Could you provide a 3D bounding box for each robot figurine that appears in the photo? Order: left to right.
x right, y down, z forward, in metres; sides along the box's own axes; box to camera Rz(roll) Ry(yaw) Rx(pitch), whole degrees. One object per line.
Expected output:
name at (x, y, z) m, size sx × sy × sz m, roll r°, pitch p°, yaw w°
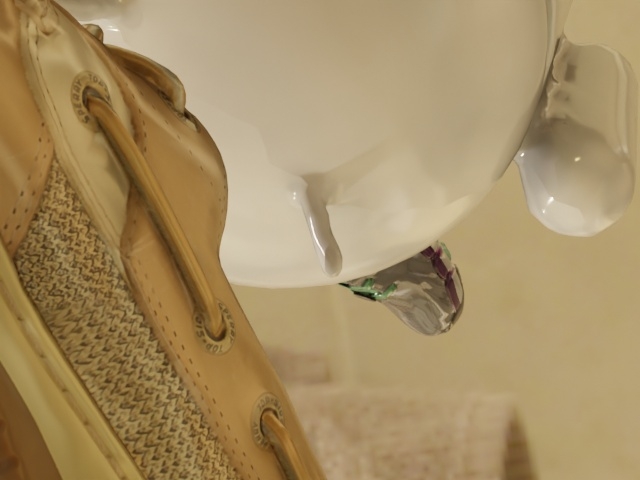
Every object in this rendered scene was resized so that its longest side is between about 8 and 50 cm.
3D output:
robot figurine at (-0.001, -0.112, 0.713) m, size 0.200 × 0.300 × 0.353 m, roll -57°, pitch 4°, yaw 31°

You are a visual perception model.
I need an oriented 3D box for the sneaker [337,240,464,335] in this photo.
sneaker at (0.000, 0.000, 1.090) m, size 0.083 × 0.098 × 0.224 m, roll 4°, pitch 141°, yaw 49°

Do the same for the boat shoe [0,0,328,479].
boat shoe at (-0.086, -0.001, 0.466) m, size 0.121 × 0.110 × 0.341 m, roll -11°, pitch 108°, yaw 43°
